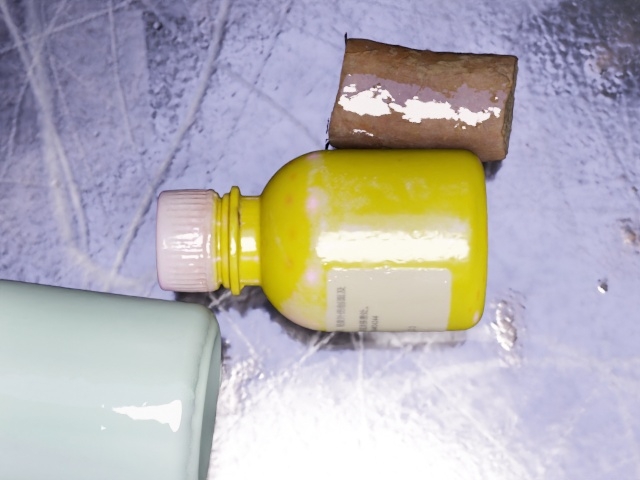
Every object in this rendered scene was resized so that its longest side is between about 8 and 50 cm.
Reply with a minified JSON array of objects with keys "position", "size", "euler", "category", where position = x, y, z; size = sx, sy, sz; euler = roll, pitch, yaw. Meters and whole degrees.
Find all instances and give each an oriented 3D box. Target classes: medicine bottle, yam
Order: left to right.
[{"position":[-0.181,0.097,1.118],"size":[0.225,0.139,0.139],"euler":[7,80,0],"category":"medicine bottle"},{"position":[0.000,0.000,1.145],"size":[0.212,0.122,0.122],"euler":[0,80,0],"category":"medicine bottle"},{"position":[0.070,-0.095,1.184],"size":[0.127,0.084,0.084],"euler":[6,80,4],"category":"yam"}]
